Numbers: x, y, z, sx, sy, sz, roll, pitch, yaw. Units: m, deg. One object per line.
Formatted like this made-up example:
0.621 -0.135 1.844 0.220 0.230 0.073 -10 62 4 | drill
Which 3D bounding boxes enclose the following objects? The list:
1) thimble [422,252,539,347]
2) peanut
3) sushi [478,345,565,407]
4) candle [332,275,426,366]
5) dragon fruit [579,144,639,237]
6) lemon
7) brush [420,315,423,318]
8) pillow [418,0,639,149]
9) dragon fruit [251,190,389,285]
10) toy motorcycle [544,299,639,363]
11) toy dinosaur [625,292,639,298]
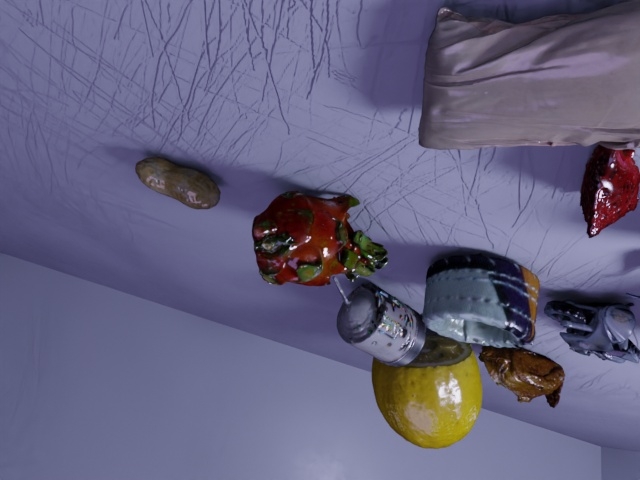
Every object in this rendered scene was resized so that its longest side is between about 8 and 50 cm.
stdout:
0.330 0.133 0.852 0.238 0.150 0.237 14 157 6 | thimble
-0.284 -0.117 0.809 0.175 0.080 0.080 22 156 -6 | peanut
0.630 0.419 1.280 0.297 0.166 0.179 16 138 -19 | sushi
0.141 0.218 1.128 0.330 0.187 0.188 35 151 -31 | candle
0.361 -0.073 0.491 0.063 0.097 0.131 1 132 26 | dragon fruit
0.336 0.483 1.289 0.365 0.363 0.364 14 156 6 | lemon
0.319 0.236 1.254 0.024 0.008 0.083 25 155 -10 | brush
0.226 -0.155 0.394 0.271 0.067 0.173 6 149 22 | pillow
0.005 0.009 0.744 0.270 0.198 0.200 21 -161 -2 | dragon fruit
0.609 0.198 0.867 0.271 0.105 0.159 34 157 -25 | toy motorcycle
0.570 0.049 0.640 0.081 0.045 0.197 20 149 11 | toy dinosaur
